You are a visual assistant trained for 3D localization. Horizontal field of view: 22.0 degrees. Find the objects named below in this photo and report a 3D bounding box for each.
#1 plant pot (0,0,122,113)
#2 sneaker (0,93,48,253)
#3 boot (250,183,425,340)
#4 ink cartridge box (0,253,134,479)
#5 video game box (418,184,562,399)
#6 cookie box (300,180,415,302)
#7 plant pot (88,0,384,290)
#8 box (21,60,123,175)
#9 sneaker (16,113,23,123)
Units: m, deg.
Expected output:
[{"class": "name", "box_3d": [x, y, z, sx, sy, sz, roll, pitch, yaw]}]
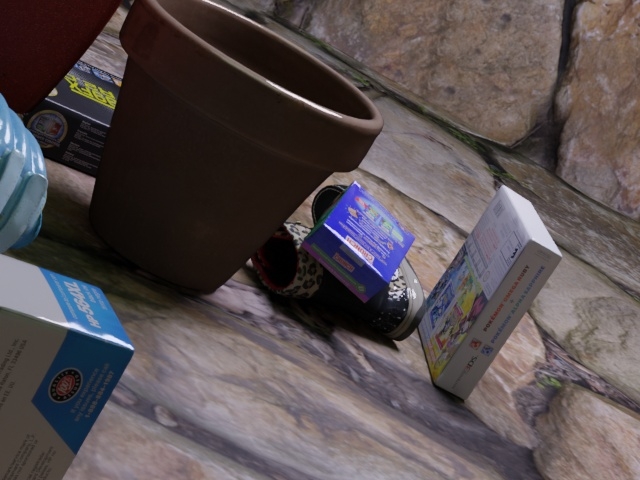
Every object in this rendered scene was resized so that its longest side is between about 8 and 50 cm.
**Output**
[{"class": "plant pot", "box_3d": [-0.312, -0.258, 1.394, 0.267, 0.235, 0.267, 4, 42, -25]}, {"class": "sneaker", "box_3d": [-0.295, -0.027, 1.195, 0.208, 0.127, 0.319, 57, 34, -31]}, {"class": "boot", "box_3d": [0.001, -0.001, 1.777, 0.179, 0.085, 0.236, 19, 29, -37]}, {"class": "ink cartridge box", "box_3d": [-0.234, 0.074, 0.936, 0.203, 0.148, 0.086, 22, 17, -32]}, {"class": "video game box", "box_3d": [0.177, 0.052, 1.777, 0.048, 0.187, 0.205, 32, 14, -11]}, {"class": "cookie box", "box_3d": [0.040, 0.001, 1.694, 0.092, 0.040, 0.107, 43, 32, -4]}, {"class": "plant pot", "box_3d": [-0.107, -0.084, 1.571, 0.263, 0.229, 0.263, 30, 14, -8]}, {"class": "box", "box_3d": [-0.276, -0.146, 1.786, 0.270, 0.060, 0.216, 23, 16, -30]}, {"class": "sneaker", "box_3d": [-0.407, -0.148, 1.493, 0.296, 0.112, 0.131, 33, 32, 16]}]
